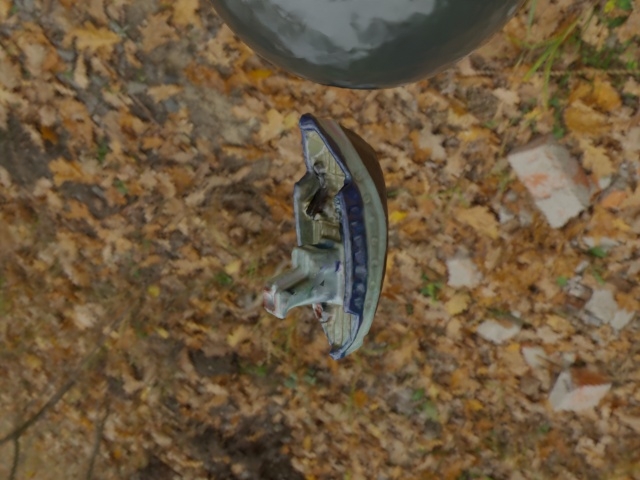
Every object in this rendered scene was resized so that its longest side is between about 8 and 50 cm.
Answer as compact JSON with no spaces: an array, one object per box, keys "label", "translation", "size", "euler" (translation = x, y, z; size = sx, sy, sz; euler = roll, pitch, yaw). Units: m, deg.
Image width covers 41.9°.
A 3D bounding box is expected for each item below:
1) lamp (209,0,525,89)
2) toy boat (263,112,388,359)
[{"label":"lamp","translation":[0.029,-0.202,0.456],"size":[0.182,0.314,0.182],"euler":[3,125,4]},{"label":"toy boat","translation":[0.000,0.000,0.870],"size":[0.114,0.115,0.262],"euler":[16,105,58]}]
